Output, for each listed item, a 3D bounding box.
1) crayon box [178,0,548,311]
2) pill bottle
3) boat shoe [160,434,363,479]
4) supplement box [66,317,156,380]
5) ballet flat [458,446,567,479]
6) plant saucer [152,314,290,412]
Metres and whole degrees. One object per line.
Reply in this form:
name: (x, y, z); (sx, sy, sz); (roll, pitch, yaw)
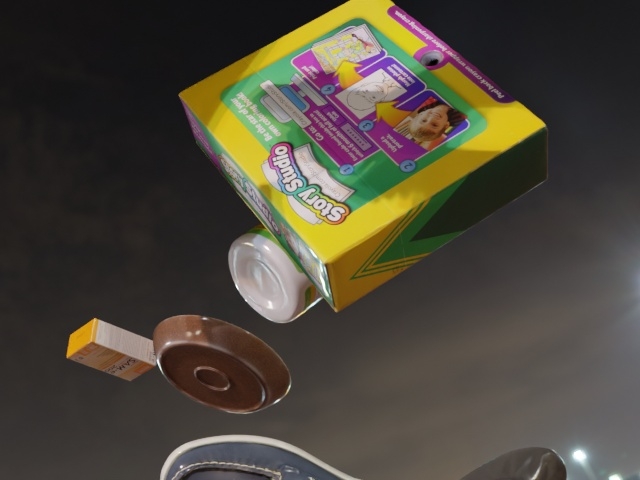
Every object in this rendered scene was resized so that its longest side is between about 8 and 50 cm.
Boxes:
crayon box: (0.046, -0.131, 1.204); (0.313, 0.363, 0.106); (-32, -38, -12)
pill bottle: (0.000, 0.000, 1.368); (0.246, 0.136, 0.136); (-35, -12, -35)
boat shoe: (-0.015, 0.244, 0.827); (0.254, 0.079, 0.095); (26, -77, -17)
supplement box: (-0.269, 0.143, 1.242); (0.098, 0.036, 0.062); (27, -43, -33)
ballet flat: (0.131, 0.296, 0.931); (0.280, 0.095, 0.096); (-25, 15, -7)
plant saucer: (-0.117, 0.148, 1.089); (0.168, 0.029, 0.168); (13, -39, 11)
